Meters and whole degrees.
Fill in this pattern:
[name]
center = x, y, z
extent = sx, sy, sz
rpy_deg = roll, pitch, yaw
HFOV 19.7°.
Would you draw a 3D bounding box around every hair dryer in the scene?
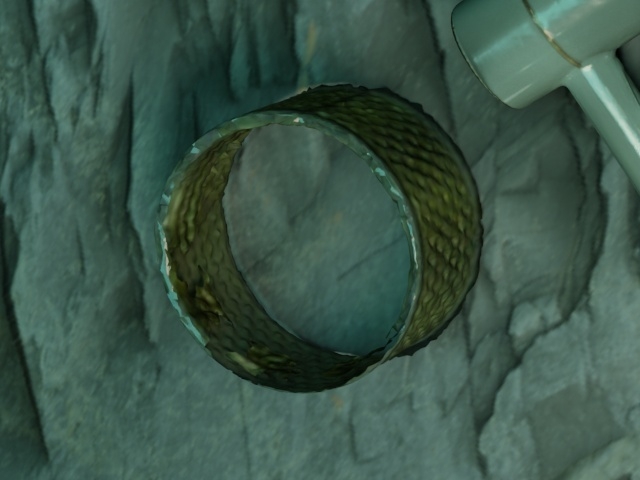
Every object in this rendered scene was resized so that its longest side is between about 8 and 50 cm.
[hair dryer]
center = 0.277, -0.093, 1.553
extent = 0.173, 0.107, 0.357
rpy_deg = -32, 96, 29

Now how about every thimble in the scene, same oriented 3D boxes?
[thimble]
center = 0.000, 0.000, 1.664
extent = 0.271, 0.150, 0.270
rpy_deg = 6, 105, 25
